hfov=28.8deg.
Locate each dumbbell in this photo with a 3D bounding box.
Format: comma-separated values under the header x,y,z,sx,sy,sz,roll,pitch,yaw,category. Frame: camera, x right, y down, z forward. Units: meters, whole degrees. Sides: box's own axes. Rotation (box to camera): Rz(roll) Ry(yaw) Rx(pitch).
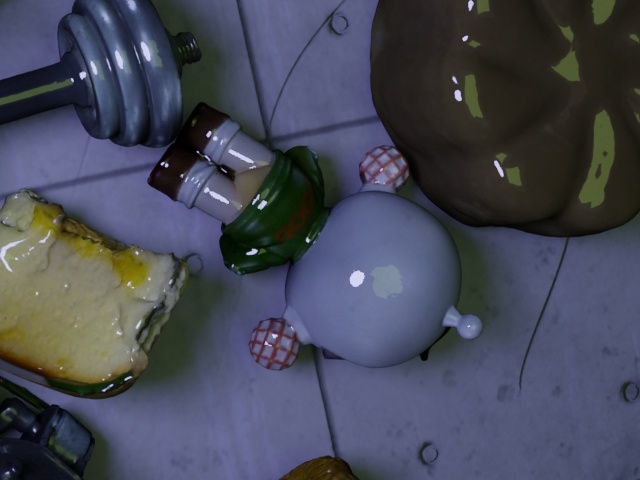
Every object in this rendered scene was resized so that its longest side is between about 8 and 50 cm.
x,y,z,sx,sy,sz,roll,pitch,yaw,category
-0.303,-0.129,1.174,0.406,0.179,0.179,-20,97,-21,dumbbell

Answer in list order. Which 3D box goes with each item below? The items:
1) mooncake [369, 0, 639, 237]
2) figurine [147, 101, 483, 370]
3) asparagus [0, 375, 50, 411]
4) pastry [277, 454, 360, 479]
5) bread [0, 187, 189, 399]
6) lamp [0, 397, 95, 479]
x,y,z,sx,sy,sz,roll,pitch,yaw,category
0.254,-0.186,1.371,0.378,0.201,0.378,0,91,-19,mooncake
0.000,0.000,1.302,0.370,0.167,0.281,35,74,-8,figurine
-0.329,0.140,1.259,0.166,0.013,0.016,35,68,-17,asparagus
-0.020,0.317,1.284,0.189,0.189,0.103,-45,102,-14,pastry
-0.233,0.065,1.235,0.133,0.252,0.174,38,71,-61,bread
-0.324,0.321,1.116,0.272,0.374,0.205,-42,107,13,lamp
